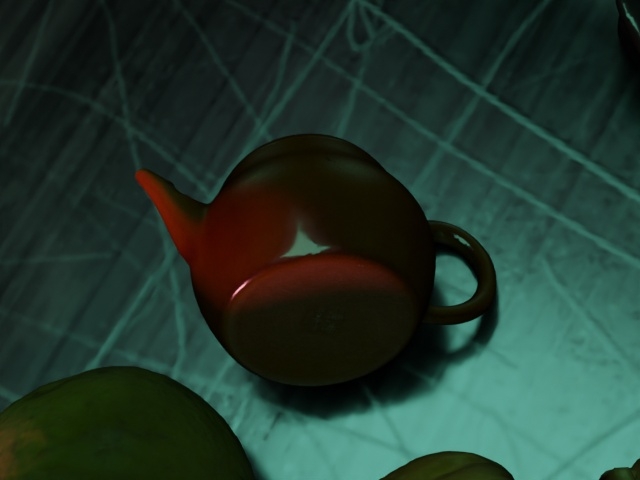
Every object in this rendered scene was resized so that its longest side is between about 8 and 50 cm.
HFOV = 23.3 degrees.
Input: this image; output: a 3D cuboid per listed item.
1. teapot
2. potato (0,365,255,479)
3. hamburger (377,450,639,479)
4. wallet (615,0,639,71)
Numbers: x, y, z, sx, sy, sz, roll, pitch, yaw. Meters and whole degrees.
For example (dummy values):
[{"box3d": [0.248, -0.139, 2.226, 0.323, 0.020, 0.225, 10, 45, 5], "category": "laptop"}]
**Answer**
[{"box3d": [0.000, 0.000, 0.710, 0.173, 0.116, 0.116, 9, 69, -16], "category": "teapot"}, {"box3d": [-0.099, 0.171, 0.625, 0.160, 0.111, 0.271, 18, 64, -3], "category": "potato"}, {"box3d": [0.066, 0.189, 0.554, 0.163, 0.244, 0.244, 12, 71, 3], "category": "hamburger"}, {"box3d": [0.333, -0.136, 0.731, 0.377, 0.051, 0.197, -29, 68, -4], "category": "wallet"}]
